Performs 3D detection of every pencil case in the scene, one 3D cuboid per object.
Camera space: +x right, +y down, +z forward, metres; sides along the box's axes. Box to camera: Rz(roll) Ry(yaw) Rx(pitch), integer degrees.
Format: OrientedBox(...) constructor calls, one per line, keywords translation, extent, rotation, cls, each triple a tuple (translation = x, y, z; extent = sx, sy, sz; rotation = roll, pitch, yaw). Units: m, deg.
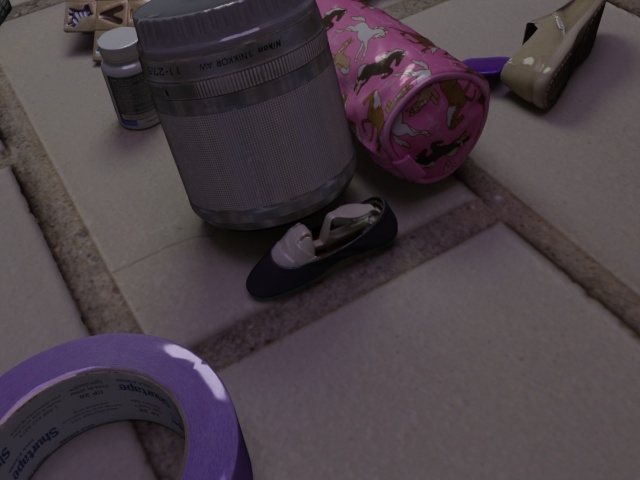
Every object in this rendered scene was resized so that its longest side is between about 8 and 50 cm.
OrientedBox(translation=(0.062, -0.228, 1.045), extent=(0.160, 0.167, 0.386), rotation=(-5, 34, -32), cls="pencil case")

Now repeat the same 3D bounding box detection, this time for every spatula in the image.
OrientedBox(translation=(0.211, -0.199, 1.098), extent=(0.084, 0.030, 0.296), rotation=(3, 45, 28), cls="spatula")

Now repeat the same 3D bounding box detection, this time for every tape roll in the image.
OrientedBox(translation=(-0.203, 0.217, 0.685), extent=(0.274, 0.090, 0.275), rotation=(-4, 44, 4), cls="tape roll")

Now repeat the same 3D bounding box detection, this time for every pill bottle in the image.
OrientedBox(translation=(-0.283, -0.243, 1.134), extent=(0.078, 0.137, 0.078), rotation=(-4, 44, 3), cls="pill bottle")

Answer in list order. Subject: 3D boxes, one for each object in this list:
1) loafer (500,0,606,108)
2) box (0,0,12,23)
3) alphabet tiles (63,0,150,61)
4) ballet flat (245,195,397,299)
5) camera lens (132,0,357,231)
OrientedBox(translation=(0.355, -0.305, 1.141), extent=(0.092, 0.102, 0.268), rotation=(25, 53, 21), cls="loafer")
OrientedBox(translation=(-0.703, -0.401, 1.413), extent=(0.175, 0.051, 0.220), rotation=(-2, 44, 6), cls="box")
OrientedBox(translation=(-0.277, -0.447, 1.318), extent=(0.342, 0.011, 0.285), rotation=(0, 78, 6), cls="alphabet tiles")
OrientedBox(translation=(0.000, 0.000, 0.896), extent=(0.203, 0.074, 0.074), rotation=(-23, 46, -16), cls="ballet flat")
OrientedBox(translation=(-0.084, -0.165, 0.910), extent=(0.219, 0.274, 0.219), rotation=(-12, 29, 7), cls="camera lens")
